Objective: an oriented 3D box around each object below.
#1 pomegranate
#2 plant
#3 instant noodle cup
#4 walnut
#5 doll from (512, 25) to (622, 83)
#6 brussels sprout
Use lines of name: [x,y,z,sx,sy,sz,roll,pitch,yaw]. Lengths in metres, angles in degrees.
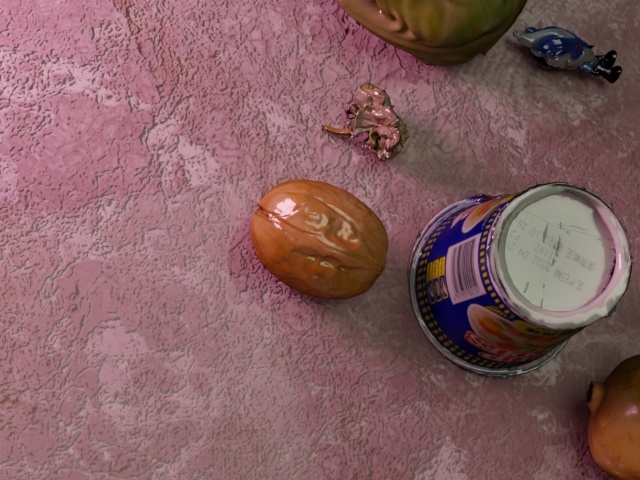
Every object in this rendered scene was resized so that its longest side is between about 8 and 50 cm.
pomegranate: [0.506,0.269,1.784,0.233,0.233,0.233,5,73,-17]
plant: [0.067,-0.173,1.835,0.121,0.104,0.117,-19,57,1]
instant noodle cup: [0.287,0.042,1.697,0.284,0.312,0.284,1,80,-7]
walnut: [0.000,0.000,1.727,0.206,0.159,0.159,24,68,-10]
doll: [0.403,-0.311,2.002,0.195,0.070,0.096,15,40,-17]
brussels sprout: [0.178,-0.417,1.864,0.328,0.247,0.328,14,53,-19]
